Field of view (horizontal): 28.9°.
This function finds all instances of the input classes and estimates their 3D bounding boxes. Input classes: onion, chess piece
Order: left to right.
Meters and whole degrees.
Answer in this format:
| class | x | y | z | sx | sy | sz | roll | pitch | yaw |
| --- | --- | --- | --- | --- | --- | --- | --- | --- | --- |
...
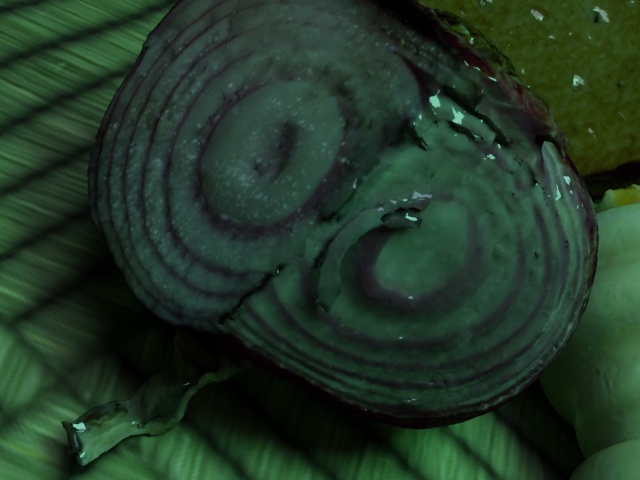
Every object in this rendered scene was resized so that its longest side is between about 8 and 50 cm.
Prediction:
| class | x | y | z | sx | sy | sz | roll | pitch | yaw |
| --- | --- | --- | --- | --- | --- | --- | --- | --- | --- |
| onion | 0.023 | -0.021 | 0.702 | 0.230 | 0.272 | 0.256 | 26 | 42 | -44 |
| chess piece | 0.198 | 0.137 | 0.688 | 0.167 | 0.167 | 0.300 | 19 | 47 | -12 |

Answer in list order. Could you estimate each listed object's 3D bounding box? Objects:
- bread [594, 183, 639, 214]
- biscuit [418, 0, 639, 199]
| class | x | y | z | sx | sy | sz | roll | pitch | yaw |
| --- | --- | --- | --- | --- | --- | --- | --- | --- | --- |
| bread | 0.294 | 0.016 | 0.912 | 0.188 | 0.068 | 0.125 | -4 | 52 | -32 |
| biscuit | 0.173 | -0.164 | 1.012 | 0.305 | 0.038 | 0.305 | 12 | 56 | -19 |
